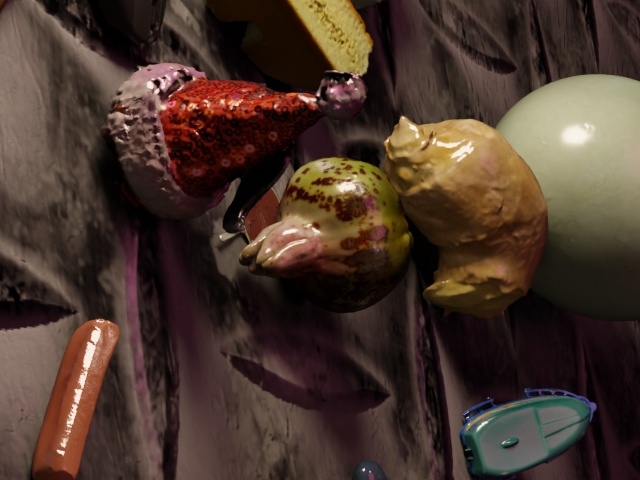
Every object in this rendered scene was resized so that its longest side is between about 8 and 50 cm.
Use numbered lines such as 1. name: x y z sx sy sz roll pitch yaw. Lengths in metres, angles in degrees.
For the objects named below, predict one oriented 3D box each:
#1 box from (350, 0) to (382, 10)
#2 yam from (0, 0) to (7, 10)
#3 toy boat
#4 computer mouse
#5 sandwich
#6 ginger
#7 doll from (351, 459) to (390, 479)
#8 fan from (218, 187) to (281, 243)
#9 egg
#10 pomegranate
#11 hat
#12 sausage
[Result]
1. box: 0.037 -0.359 1.755 0.274 0.138 0.178 -55 131 -54
2. yam: -0.247 -0.167 1.187 0.045 0.045 0.327 33 37 -9
3. toy boat: 0.220 0.203 1.850 0.175 0.110 0.091 -16 90 -22
4. computer mouse: -0.156 -0.241 1.382 0.099 0.057 0.172 -42 115 -69
5. sandwich: -0.041 -0.221 1.571 0.244 0.088 0.090 52 43 -45
6. ginger: 0.158 -0.032 1.786 0.152 0.138 0.267 -40 116 -34
7. doll: 0.063 0.242 1.595 0.125 0.027 0.037 51 36 -45
8. fan: -0.061 -0.016 1.508 0.133 0.005 0.085 -33 107 -63
9. egg: 0.335 -0.048 1.991 0.389 0.276 0.276 26 54 -56
10. pomegranate: 0.012 0.000 1.498 0.163 0.126 0.138 -34 121 -63
11. hat: -0.057 -0.094 1.320 0.129 0.227 0.140 63 34 -22
12. sausage: -0.172 0.114 1.196 0.035 0.030 0.147 51 35 -34
